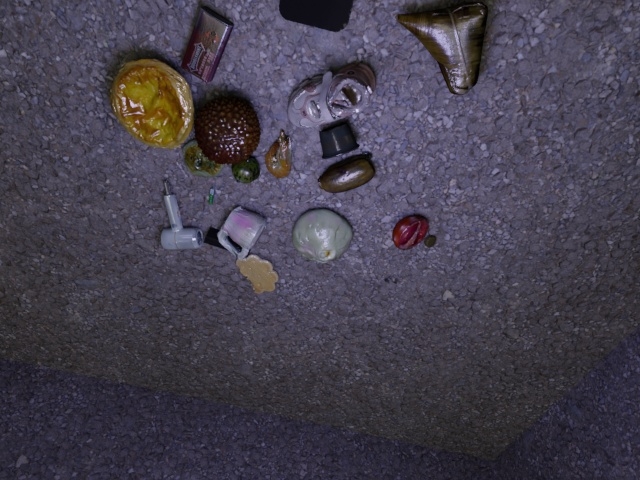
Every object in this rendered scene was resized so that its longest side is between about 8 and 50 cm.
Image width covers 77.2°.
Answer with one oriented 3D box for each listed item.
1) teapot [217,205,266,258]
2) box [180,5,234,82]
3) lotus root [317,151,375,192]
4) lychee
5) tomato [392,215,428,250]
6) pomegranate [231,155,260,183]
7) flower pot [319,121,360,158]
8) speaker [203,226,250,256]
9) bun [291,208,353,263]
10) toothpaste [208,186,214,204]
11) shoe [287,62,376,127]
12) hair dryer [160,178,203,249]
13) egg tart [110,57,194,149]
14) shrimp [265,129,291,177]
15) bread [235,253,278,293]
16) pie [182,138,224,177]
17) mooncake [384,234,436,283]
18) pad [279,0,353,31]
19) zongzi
[{"bbox_3d":[-0.361,-0.050,1.838,0.178,0.163,0.221,32,136,-3],"label":"teapot"},{"bbox_3d":[-0.405,-0.693,1.429,0.120,0.069,0.224,28,124,-15],"label":"box"},{"bbox_3d":[0.111,-0.267,1.652,0.241,0.124,0.122,-20,111,18],"label":"lotus root"},{"bbox_3d":[-0.348,-0.404,1.511,0.268,0.267,0.267,2,126,3],"label":"lychee"},{"bbox_3d":[0.392,-0.046,1.808,0.189,0.099,0.173,2,124,-47],"label":"tomato"},{"bbox_3d":[-0.320,-0.289,1.686,0.122,0.122,0.161,30,146,-16],"label":"pomegranate"},{"bbox_3d":[0.065,-0.393,1.559,0.158,0.157,0.106,-13,112,14],"label":"flower pot"},{"bbox_3d":[-0.439,0.010,1.922,0.218,0.082,0.044,21,124,-9],"label":"speaker"},{"bbox_3d":[0.000,0.000,1.819,0.284,0.179,0.283,4,125,6],"label":"bun"},{"bbox_3d":[-0.492,-0.202,1.814,0.017,0.020,0.083,14,125,-7],"label":"toothpaste"},{"bbox_3d":[0.029,-0.509,1.442,0.351,0.198,0.171,-24,118,19],"label":"shoe"},{"bbox_3d":[-0.666,-0.119,1.852,0.173,0.107,0.357,-2,119,3],"label":"hair dryer"},{"bbox_3d":[-0.623,-0.522,1.529,0.342,0.132,0.341,2,124,4],"label":"egg tart"},{"bbox_3d":[-0.173,-0.354,1.662,0.115,0.051,0.217,10,128,0],"label":"shrimp"},{"bbox_3d":[-0.310,0.167,2.050,0.182,0.039,0.250,-17,122,16],"label":"bread"},{"bbox_3d":[-0.496,-0.345,1.699,0.187,0.041,0.186,2,127,3],"label":"pie"},{"bbox_3d":[0.432,0.109,1.935,0.347,0.057,0.150,-38,130,21],"label":"mooncake"},{"bbox_3d":[0.048,-0.869,1.262,0.315,0.063,0.375,19,117,8],"label":"pad"},{"bbox_3d":[0.397,-0.639,1.354,0.289,0.134,0.285,-2,123,5],"label":"zongzi"}]
